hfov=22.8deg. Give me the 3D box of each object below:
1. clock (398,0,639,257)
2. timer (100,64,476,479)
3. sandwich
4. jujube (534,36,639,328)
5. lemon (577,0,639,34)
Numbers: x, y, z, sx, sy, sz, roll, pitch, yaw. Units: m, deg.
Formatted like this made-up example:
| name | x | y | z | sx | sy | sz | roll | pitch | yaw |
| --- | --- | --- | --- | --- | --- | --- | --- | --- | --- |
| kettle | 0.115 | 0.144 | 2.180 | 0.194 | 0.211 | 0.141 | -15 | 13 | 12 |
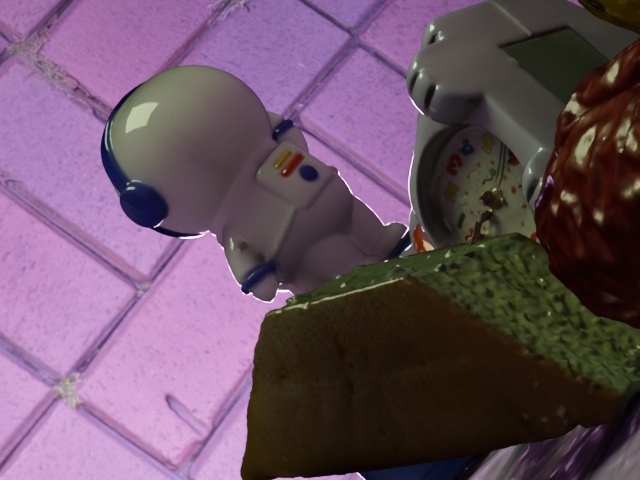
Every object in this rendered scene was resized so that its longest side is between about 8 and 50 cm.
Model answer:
| name | x | y | z | sx | sy | sz | roll | pitch | yaw |
| --- | --- | --- | --- | --- | --- | --- | --- | --- | --- |
| clock | 0.105 | 0.011 | 0.904 | 0.189 | 0.189 | 0.254 | -50 | -13 | -52 |
| timer | 0.000 | 0.000 | 1.247 | 0.270 | 0.383 | 0.270 | -54 | -4 | -6 |
| sandwich | 0.046 | 0.055 | 0.780 | 0.258 | 0.096 | 0.094 | -16 | 9 | 41 |
| jujube | 0.137 | -0.026 | 0.573 | 0.176 | 0.109 | 0.112 | 127 | 136 | -82 |
| lemon | 0.181 | -0.200 | 0.653 | 0.260 | 0.260 | 0.284 | -54 | 5 | -8 |
